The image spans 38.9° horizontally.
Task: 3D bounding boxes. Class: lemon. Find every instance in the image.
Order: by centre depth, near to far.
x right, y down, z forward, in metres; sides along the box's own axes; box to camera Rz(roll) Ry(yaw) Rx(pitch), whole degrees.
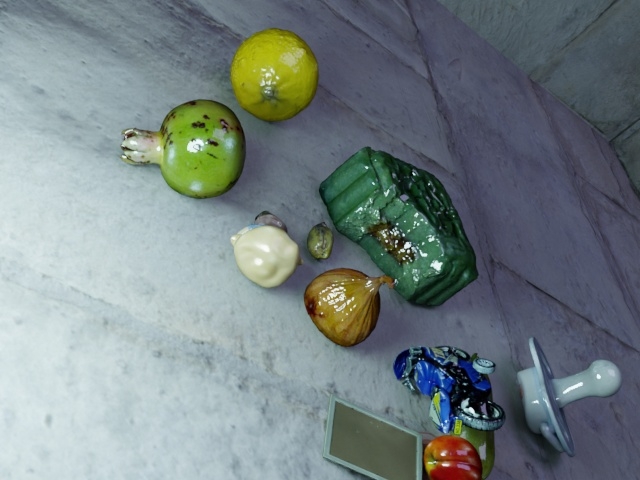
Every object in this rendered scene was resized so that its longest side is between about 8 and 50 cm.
[{"bbox_3d":[-0.098,-0.355,1.946,0.192,0.192,0.231,36,24,-22],"label":"lemon"}]

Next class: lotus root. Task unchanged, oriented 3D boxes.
[{"bbox_3d":[0.000,0.000,1.799,0.054,0.049,0.099,28,35,-18],"label":"lotus root"}]

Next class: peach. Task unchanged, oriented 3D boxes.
[{"bbox_3d":[0.228,0.378,1.534,0.101,0.101,0.101,34,32,-25],"label":"peach"}]

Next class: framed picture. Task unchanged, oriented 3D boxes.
[{"bbox_3d":[0.089,0.342,1.508,0.183,0.011,0.142,26,34,-11],"label":"framed picture"}]

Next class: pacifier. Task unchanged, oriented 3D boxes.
[{"bbox_3d":[0.554,0.335,1.988,0.238,0.226,0.287,54,24,-32],"label":"pacifier"}]

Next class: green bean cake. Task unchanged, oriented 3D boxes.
[{"bbox_3d":[0.179,-0.030,1.961,0.300,0.169,0.308,16,44,-45],"label":"green bean cake"}]

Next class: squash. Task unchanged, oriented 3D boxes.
[{"bbox_3d":[0.295,0.329,1.775,0.094,0.094,0.341,38,33,-18],"label":"squash"}]

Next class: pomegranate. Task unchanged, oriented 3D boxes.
[{"bbox_3d":[-0.230,-0.155,1.581,0.179,0.210,0.179,-6,90,-79],"label":"pomegranate"}]

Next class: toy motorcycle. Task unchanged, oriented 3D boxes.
[{"bbox_3d":[0.230,0.265,1.673,0.169,0.113,0.315,5,18,-9],"label":"toy motorcycle"}]

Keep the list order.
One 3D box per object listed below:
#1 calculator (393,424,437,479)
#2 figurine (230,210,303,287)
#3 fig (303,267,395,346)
[{"bbox_3d":[0.211,0.462,1.545,0.220,0.048,0.330,10,44,-47],"label":"calculator"},{"bbox_3d":[-0.099,0.007,1.628,0.114,0.108,0.196,49,9,-21],"label":"figurine"},{"bbox_3d":[0.065,0.092,1.631,0.146,0.201,0.134,40,39,-3],"label":"fig"}]
